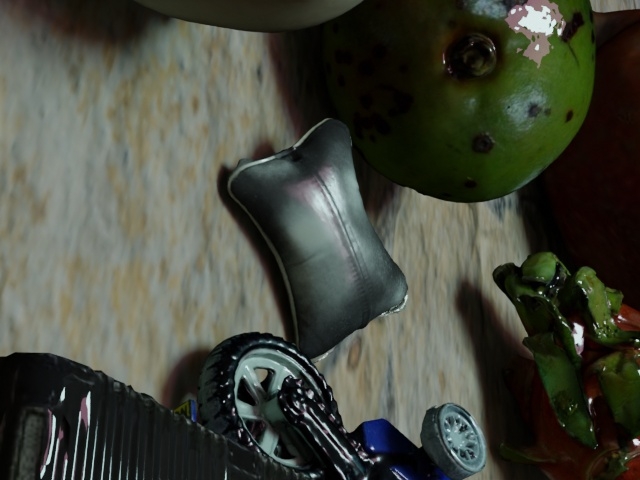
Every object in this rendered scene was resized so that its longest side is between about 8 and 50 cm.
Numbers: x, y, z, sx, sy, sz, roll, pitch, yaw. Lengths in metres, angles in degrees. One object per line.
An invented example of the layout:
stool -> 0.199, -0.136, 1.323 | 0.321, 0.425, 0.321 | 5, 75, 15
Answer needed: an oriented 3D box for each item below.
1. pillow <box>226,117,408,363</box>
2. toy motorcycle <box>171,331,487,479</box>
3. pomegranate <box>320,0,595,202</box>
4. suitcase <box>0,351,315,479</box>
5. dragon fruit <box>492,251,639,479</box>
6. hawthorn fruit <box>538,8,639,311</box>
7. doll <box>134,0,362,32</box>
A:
pillow -> 0.002, 0.000, 0.752 | 0.091, 0.055, 0.136 | -41, 112, -55
toy motorcycle -> 0.036, 0.179, 0.652 | 0.315, 0.113, 0.169 | 43, 34, -17
pomegranate -> 0.093, -0.129, 0.860 | 0.248, 0.202, 0.202 | -111, -177, -83
suitcase -> -0.086, 0.228, 0.412 | 0.229, 0.152, 0.335 | 39, 46, -48
dragon fruit -> 0.241, 0.135, 0.968 | 0.269, 0.198, 0.200 | 54, -7, -37
hawthorn fruit -> 0.345, -0.067, 1.162 | 0.308, 0.325, 0.308 | -33, 142, -31
doll -> -0.017, -0.260, 0.667 | 0.226, 0.215, 0.370 | 93, 13, -60
